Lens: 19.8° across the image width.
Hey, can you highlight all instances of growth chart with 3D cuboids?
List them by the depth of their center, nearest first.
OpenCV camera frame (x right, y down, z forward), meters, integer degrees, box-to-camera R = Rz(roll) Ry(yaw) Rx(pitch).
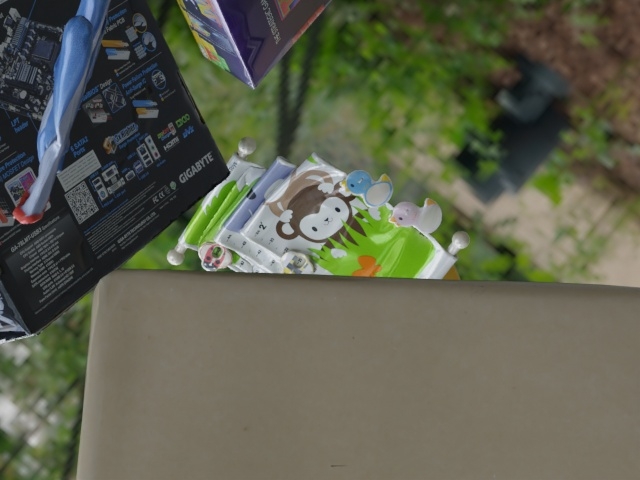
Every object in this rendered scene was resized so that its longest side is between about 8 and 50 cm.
[{"bbox_3d":[0.000,0.000,1.657,0.237,0.172,0.021,26,-153,-6],"label":"growth chart"}]

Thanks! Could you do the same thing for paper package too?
[{"bbox_3d":[0.039,0.180,0.946,0.325,0.309,0.168,3,161,2],"label":"paper package"}]

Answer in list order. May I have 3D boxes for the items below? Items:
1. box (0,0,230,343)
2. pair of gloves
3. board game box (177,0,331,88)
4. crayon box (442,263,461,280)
[{"bbox_3d":[-0.230,-0.112,1.457,0.073,0.295,0.293,-16,108,38],"label":"box"},{"bbox_3d":[-0.137,-0.100,1.017,0.023,0.159,0.198,17,-165,-8],"label":"pair of gloves"},{"bbox_3d":[-0.028,-0.188,1.077,0.048,0.141,0.170,34,167,22],"label":"board game box"},{"bbox_3d":[0.107,0.175,1.906,0.081,0.165,0.278,-15,97,47],"label":"crayon box"}]
